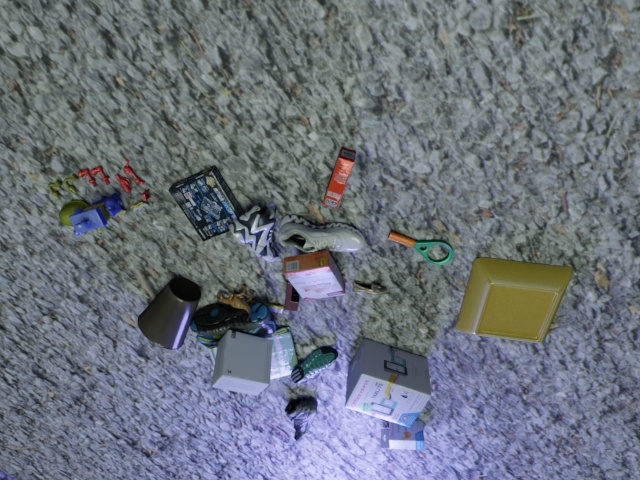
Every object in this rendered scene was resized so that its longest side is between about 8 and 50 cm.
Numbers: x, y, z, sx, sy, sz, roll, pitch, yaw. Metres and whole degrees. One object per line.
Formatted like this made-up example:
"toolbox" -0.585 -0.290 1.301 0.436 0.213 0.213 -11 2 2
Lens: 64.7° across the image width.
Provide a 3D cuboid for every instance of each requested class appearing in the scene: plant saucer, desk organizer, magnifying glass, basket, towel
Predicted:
"plant saucer" 0.672 0.231 1.757 0.333 0.081 0.332 7 122 4
"desk organizer" -0.102 0.196 1.850 0.050 0.047 0.130 7 122 0
"magnifying glass" 0.337 0.020 1.700 0.231 0.026 0.092 20 122 -5
"basket" -0.553 0.260 1.887 0.204 0.154 0.226 39 115 8
"towel" -0.260 0.468 2.000 0.325 0.038 0.247 -12 121 -5

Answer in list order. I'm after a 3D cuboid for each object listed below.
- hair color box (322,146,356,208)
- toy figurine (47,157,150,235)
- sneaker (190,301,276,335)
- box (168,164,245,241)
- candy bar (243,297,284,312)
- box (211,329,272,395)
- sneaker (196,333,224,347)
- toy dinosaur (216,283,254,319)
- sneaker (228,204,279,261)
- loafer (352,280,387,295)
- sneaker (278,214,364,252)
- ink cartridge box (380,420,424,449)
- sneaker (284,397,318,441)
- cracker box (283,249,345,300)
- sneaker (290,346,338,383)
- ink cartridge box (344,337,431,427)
"hair color box" 0.058 -0.193 1.562 0.053 0.093 0.167 17 121 -2
"toy figurine" -0.768 -0.107 1.645 0.363 0.217 0.191 -12 119 13
"sneaker" -0.332 0.323 1.912 0.341 0.125 0.139 -5 140 20
"box" -0.372 -0.119 1.685 0.175 0.051 0.220 -21 117 18
"candy bar" -0.214 0.248 1.912 0.162 0.018 0.040 10 126 0
"box" -0.282 0.446 1.837 0.182 0.180 0.119 18 139 -21
"sneaker" -0.404 0.405 2.013 0.188 0.067 0.078 21 154 -15
"toy dinosaur" -0.290 0.227 1.848 0.212 0.112 0.064 17 152 38
"sneaker" -0.179 -0.034 1.688 0.153 0.094 0.235 -45 128 5
"loafer" 0.176 0.169 1.802 0.125 0.045 0.039 3 115 8
"sneaker" 0.000 0.000 1.676 0.292 0.118 0.110 8 120 0
"ink cartridge box" 0.346 0.826 2.148 0.181 0.104 0.061 -2 121 8
"sneaker" -0.101 0.767 2.181 0.130 0.087 0.227 17 119 -2
"cracker box" -0.016 0.125 1.726 0.156 0.067 0.232 -10 149 13
"sneaker" -0.012 0.500 2.027 0.224 0.083 0.098 -34 147 15
"ink cartridge box" 0.252 0.542 1.930 0.270 0.197 0.198 18 121 -4
